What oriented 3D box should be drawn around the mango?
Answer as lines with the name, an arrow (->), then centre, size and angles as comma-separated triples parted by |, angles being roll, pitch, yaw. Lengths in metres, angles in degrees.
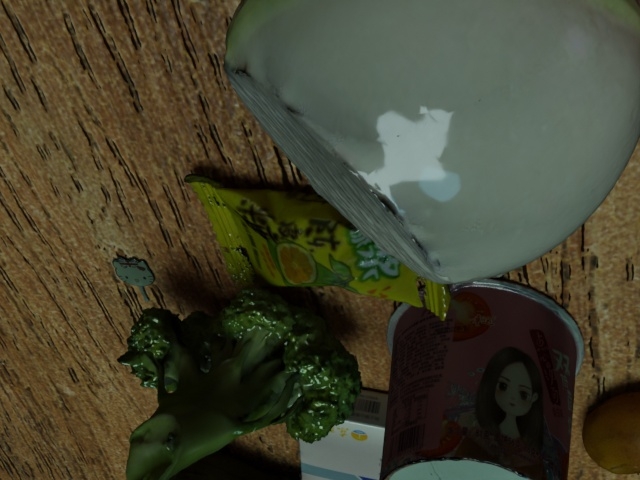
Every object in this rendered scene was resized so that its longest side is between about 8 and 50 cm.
mango -> 0.383, 0.242, 0.899 | 0.105, 0.084, 0.159 | 35, 132, -6

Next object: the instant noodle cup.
instant noodle cup -> 0.177, 0.203, 0.829 | 0.242, 0.231, 0.243 | 8, 132, 9

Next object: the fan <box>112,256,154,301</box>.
fan -> -0.246, 0.053, 0.984 | 0.055, 0.004, 0.083 | 2, 132, 16

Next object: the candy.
candy -> 0.000, 0.000, 0.809 | 0.297, 0.081, 0.187 | 8, 136, 28

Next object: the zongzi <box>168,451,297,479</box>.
zongzi -> -0.055, 0.429, 1.163 | 0.393, 0.174, 0.356 | -35, 108, 28

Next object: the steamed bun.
steamed bun -> 0.106, -0.139, 0.532 | 0.309, 0.309, 0.309 | 9, 133, 10

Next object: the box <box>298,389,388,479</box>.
box -> 0.139, 0.310, 1.049 | 0.343, 0.065, 0.200 | 8, 133, 11

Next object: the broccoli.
broccoli -> -0.118, 0.140, 0.863 | 0.254, 0.302, 0.186 | 33, 109, 42
